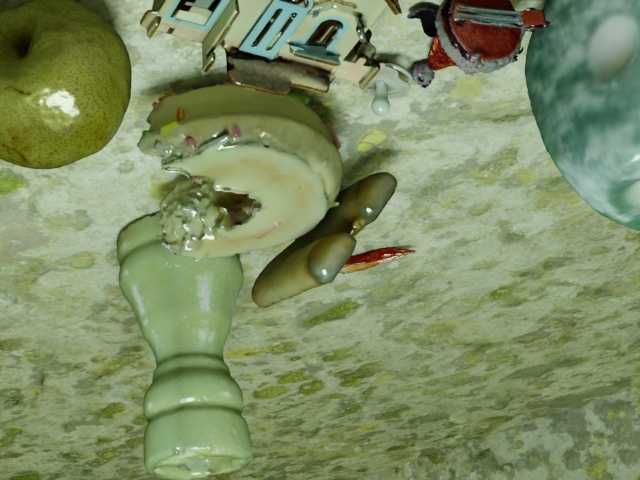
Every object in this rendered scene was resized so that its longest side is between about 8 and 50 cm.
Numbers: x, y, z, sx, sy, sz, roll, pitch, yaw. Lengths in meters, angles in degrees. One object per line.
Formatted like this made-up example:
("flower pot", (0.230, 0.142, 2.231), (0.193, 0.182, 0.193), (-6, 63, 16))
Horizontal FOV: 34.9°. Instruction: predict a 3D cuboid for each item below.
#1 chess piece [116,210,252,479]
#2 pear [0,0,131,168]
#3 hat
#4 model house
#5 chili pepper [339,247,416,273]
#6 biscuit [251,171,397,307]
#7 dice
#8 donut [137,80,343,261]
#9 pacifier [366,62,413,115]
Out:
("chess piece", (-0.237, 0.189, 1.802), (0.234, 0.441, 0.234), (-7, 153, -3))
("pear", (-0.351, -0.197, 1.327), (0.229, 0.188, 0.211), (-15, 148, 7))
("hat", (0.199, -0.277, 1.453), (0.140, 0.128, 0.227), (-21, 176, -25))
("model house", (-0.025, -0.313, 1.232), (0.326, 0.169, 0.244), (10, 144, -29))
("chili pepper", (0.105, 0.036, 2.051), (0.178, 0.027, 0.045), (-14, 155, 11))
("biscuit", (0.000, 0.000, 1.728), (0.062, 0.236, 0.291), (42, 154, -11))
("dice", (0.511, -0.217, 1.386), (0.348, 0.330, 0.328), (15, 144, -35))
("donut", (-0.119, -0.111, 1.591), (0.308, 0.150, 0.371), (-6, 152, -6))
("pacifier", (0.095, -0.223, 1.518), (0.082, 0.078, 0.099), (-5, 156, 31))
